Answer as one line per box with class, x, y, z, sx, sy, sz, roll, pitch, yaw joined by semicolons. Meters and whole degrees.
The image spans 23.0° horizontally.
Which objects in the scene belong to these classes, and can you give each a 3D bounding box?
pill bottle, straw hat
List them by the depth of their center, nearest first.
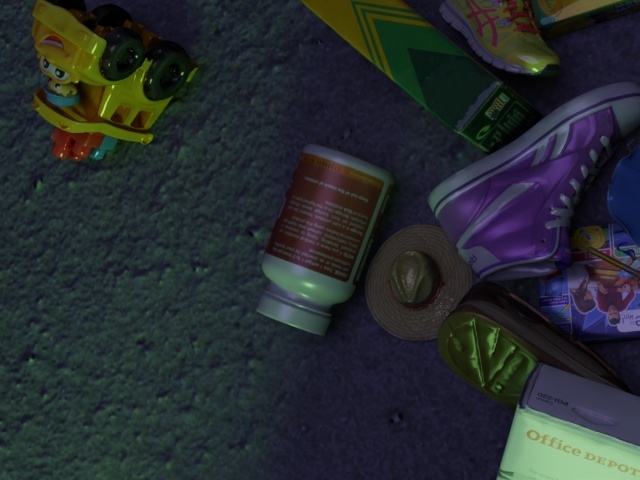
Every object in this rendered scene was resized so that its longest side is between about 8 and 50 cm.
straw hat;0.111;0.046;1.882;0.144;0.061;0.144;-3;79;15
pill bottle;0.000;0.000;1.914;0.121;0.121;0.216;20;89;25

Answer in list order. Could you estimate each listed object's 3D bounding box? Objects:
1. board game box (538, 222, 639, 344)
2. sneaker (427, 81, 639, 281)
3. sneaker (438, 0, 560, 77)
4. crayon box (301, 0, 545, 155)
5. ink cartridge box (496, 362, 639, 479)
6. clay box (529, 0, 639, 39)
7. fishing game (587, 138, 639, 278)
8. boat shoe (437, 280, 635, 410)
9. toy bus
board game box;0.350;0.047;1.799;0.201;0.035;0.136;-6;78;23
sneaker;0.281;-0.053;1.797;0.282;0.102;0.161;-34;64;7
sneaker;0.217;-0.264;1.849;0.208;0.081;0.094;49;125;40
crayon box;0.110;-0.225;1.862;0.318;0.202;0.081;44;99;25
ink cartridge box;0.270;0.258;1.677;0.158;0.092;0.218;19;126;12
clay box;0.326;-0.327;1.864;0.222;0.053;0.127;-17;74;20
fishing game;0.410;-0.055;1.723;0.189;0.041;0.264;34;64;26
boat shoe;0.291;0.167;1.750;0.342;0.123;0.123;36;126;4
toy bus;-0.299;-0.197;2.034;0.149;0.220;0.211;36;103;28
